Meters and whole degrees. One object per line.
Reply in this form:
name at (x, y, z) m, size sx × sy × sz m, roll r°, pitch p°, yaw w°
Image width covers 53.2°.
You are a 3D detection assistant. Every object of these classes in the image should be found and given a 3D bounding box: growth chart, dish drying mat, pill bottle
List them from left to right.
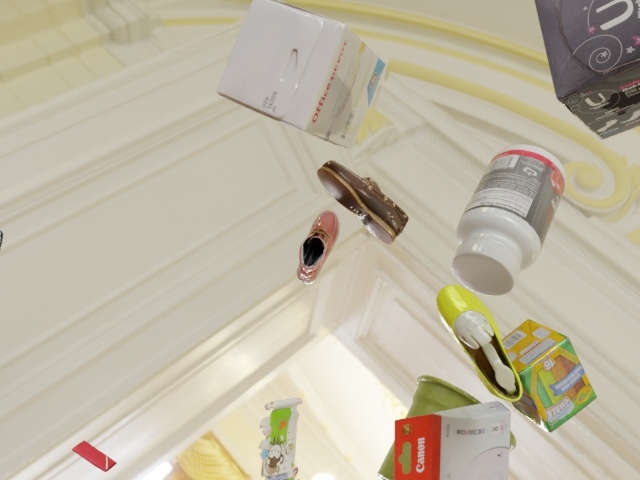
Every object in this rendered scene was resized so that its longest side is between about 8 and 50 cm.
dish drying mat at (-0.421, 0.402, 1.190) m, size 0.083 × 0.032 × 0.008 m, roll 26°, pitch -61°, yaw 18°
growth chart at (-0.090, 0.477, 1.473) m, size 0.021 × 0.172 × 0.237 m, roll 4°, pitch -87°, yaw 29°
pill bottle at (0.396, -0.042, 1.359) m, size 0.176 × 0.318 × 0.176 m, roll 23°, pitch -33°, yaw 16°

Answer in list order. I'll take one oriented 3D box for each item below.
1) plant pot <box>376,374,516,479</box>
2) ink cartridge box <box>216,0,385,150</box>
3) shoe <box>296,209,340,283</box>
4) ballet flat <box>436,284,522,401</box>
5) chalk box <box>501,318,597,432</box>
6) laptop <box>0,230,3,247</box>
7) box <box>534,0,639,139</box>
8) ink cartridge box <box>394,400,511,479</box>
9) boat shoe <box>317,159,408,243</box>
plant pot at (0.275, 0.505, 1.508) m, size 0.276 × 0.254 × 0.276 m, roll 35°, pitch -21°, yaw 15°
ink cartridge box at (-0.024, -0.270, 1.065) m, size 0.168 × 0.233 × 0.171 m, roll 25°, pitch -82°, yaw 19°
shoe at (0.000, 0.000, 1.333) m, size 0.064 × 0.178 × 0.081 m, roll 21°, pitch -25°, yaw 4°
ballet flat at (0.275, 0.176, 1.071) m, size 0.231 × 0.077 × 0.077 m, roll 58°, pitch 3°, yaw -12°
chalk box at (0.467, 0.298, 1.332) m, size 0.213 × 0.132 × 0.132 m, roll 58°, pitch -10°, yaw -18°
laptop at (-0.672, 0.150, 0.917) m, size 0.408 × 0.382 × 0.236 m, roll 49°, pitch -61°, yaw 47°
box at (0.362, -0.278, 0.764) m, size 0.163 × 0.142 × 0.247 m, roll -21°, pitch -117°, yaw 39°
ink cartridge box at (0.267, 0.435, 1.284) m, size 0.066 × 0.232 × 0.189 m, roll -147°, pitch -127°, yaw -66°
boat shoe at (0.084, -0.085, 1.242) m, size 0.207 × 0.073 × 0.073 m, roll 44°, pitch -21°, yaw -14°
